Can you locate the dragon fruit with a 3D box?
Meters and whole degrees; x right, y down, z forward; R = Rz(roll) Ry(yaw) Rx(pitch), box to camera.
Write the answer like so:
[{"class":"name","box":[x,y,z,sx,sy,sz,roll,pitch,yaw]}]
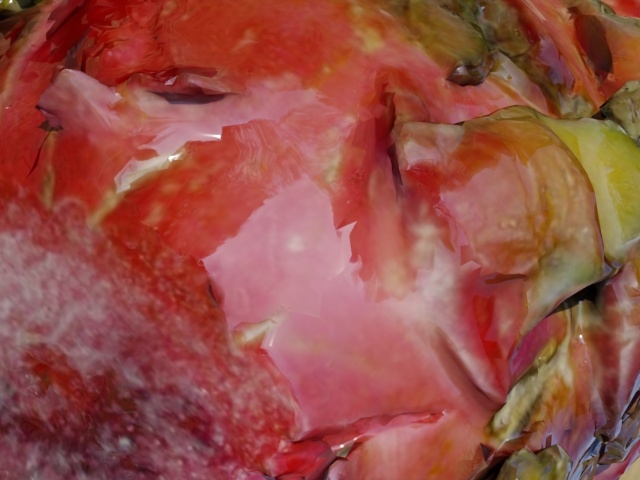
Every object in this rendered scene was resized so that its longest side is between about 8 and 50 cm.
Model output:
[{"class":"dragon fruit","box":[0.000,0.000,0.485,0.291,0.269,0.250,-38,160,-50]}]
